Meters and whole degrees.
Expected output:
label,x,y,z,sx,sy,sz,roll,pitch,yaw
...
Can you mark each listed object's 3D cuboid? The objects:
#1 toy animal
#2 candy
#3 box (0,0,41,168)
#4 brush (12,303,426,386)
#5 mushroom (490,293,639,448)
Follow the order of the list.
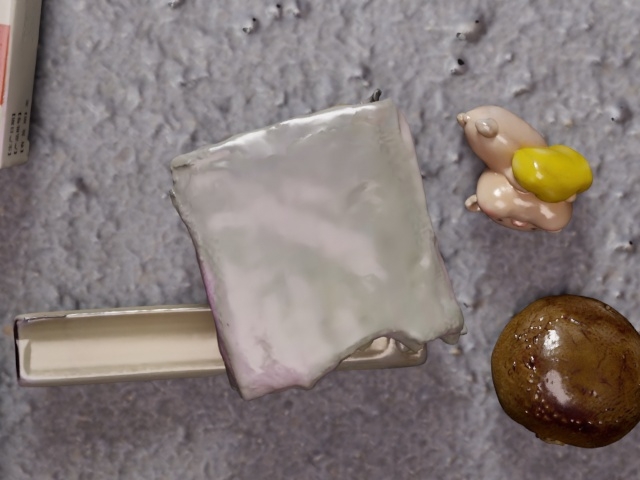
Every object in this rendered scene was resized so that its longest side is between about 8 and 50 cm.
label,x,y,z,sx,sy,sz,roll,pitch,yaw
toy animal,0.142,-0.044,0.769,0.114,0.091,0.082,31,114,-5
candy,0.000,0.000,0.735,0.184,0.137,0.195,-16,90,-5
box,-0.382,-0.186,0.759,0.353,0.069,0.214,10,101,6
brush,-0.076,0.076,0.821,0.320,0.050,0.060,-2,98,-5
mushroom,0.195,0.100,0.802,0.127,0.087,0.127,2,80,-9
